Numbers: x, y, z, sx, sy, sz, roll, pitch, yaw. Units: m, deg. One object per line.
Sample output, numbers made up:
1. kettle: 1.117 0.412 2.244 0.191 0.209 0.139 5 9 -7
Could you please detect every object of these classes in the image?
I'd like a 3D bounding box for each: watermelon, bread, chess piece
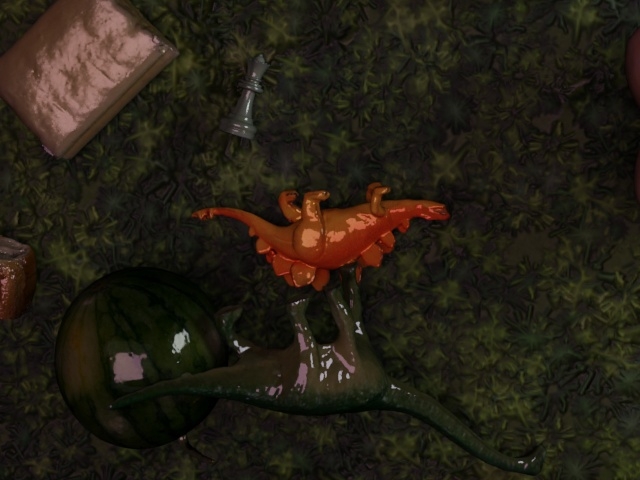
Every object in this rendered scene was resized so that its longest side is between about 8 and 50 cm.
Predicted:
1. watermelon: -0.186 0.135 1.255 0.188 0.188 0.215 -22 114 7
2. bread: -0.263 -0.191 1.274 0.139 0.060 0.178 45 99 -3
3. chess piece: -0.078 -0.159 1.277 0.042 0.042 0.093 19 92 2
4. bread: -0.358 0.040 1.304 0.076 0.083 0.070 21 108 5

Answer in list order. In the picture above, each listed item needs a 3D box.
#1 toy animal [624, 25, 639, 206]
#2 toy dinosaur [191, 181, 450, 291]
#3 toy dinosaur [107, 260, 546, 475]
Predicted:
1. toy animal: 0.406 -0.123 1.146 0.210 0.229 0.221 -7 96 0
2. toy dinosaur: 0.000 0.000 1.280 0.288 0.070 0.117 -6 98 10
3. toy dinosaur: 0.019 0.187 1.229 0.447 0.087 0.301 -20 106 -17
